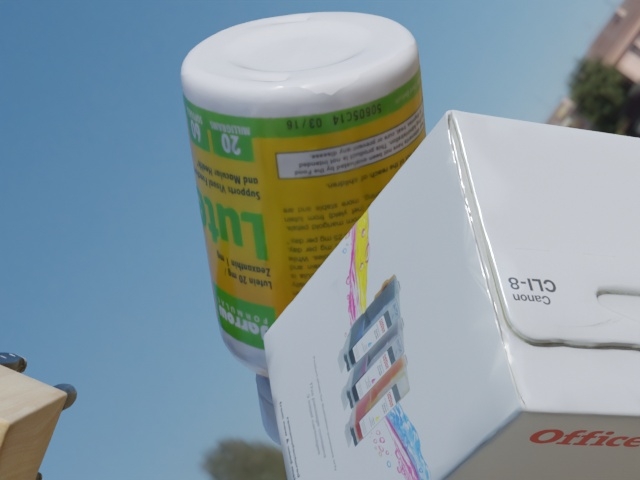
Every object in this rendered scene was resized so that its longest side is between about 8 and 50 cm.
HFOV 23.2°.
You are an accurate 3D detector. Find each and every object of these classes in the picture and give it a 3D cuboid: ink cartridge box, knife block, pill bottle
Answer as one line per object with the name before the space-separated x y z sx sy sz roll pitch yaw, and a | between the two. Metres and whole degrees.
ink cartridge box | 0.075 0.053 0.624 0.128 0.127 0.176 5 -33 -27
knife block | -0.242 0.127 1.143 0.276 0.088 0.242 111 -179 -45
pill bottle | 0.000 0.000 0.927 0.136 0.136 0.246 -44 -46 -52
